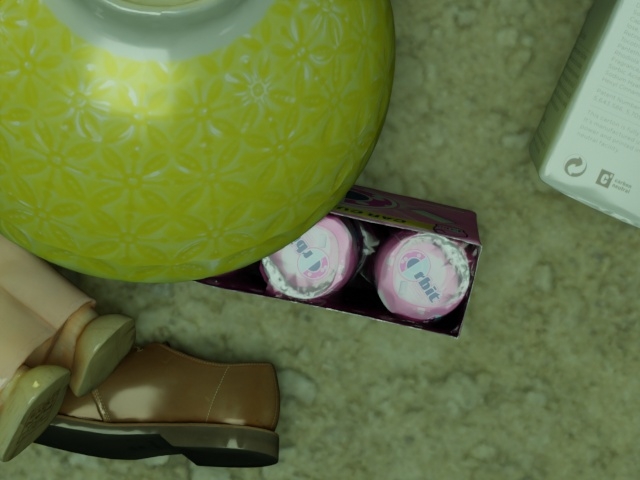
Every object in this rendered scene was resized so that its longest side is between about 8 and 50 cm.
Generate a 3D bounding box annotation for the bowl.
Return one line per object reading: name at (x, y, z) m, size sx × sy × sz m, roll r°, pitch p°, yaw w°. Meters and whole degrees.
bowl at (-0.089, -0.136, 0.877) m, size 0.290 × 0.156 × 0.289 m, roll 2°, pitch 70°, yaw -6°

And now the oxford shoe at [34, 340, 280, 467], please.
oxford shoe at (-0.129, 0.102, 1.045) m, size 0.212 × 0.076 × 0.076 m, roll 3°, pitch 71°, yaw 6°

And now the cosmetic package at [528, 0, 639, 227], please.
cosmetic package at (0.206, -0.132, 0.943) m, size 0.085 × 0.117 × 0.231 m, roll 24°, pitch 103°, yaw -1°

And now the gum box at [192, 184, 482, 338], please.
gum box at (0.000, 0.000, 0.986) m, size 0.188 × 0.107 × 0.062 m, roll 12°, pitch 101°, yaw 2°

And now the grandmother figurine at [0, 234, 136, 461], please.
grandmother figurine at (-0.285, -0.011, 0.981) m, size 0.342 × 0.208 × 0.104 m, roll 39°, pitch 128°, yaw 10°
